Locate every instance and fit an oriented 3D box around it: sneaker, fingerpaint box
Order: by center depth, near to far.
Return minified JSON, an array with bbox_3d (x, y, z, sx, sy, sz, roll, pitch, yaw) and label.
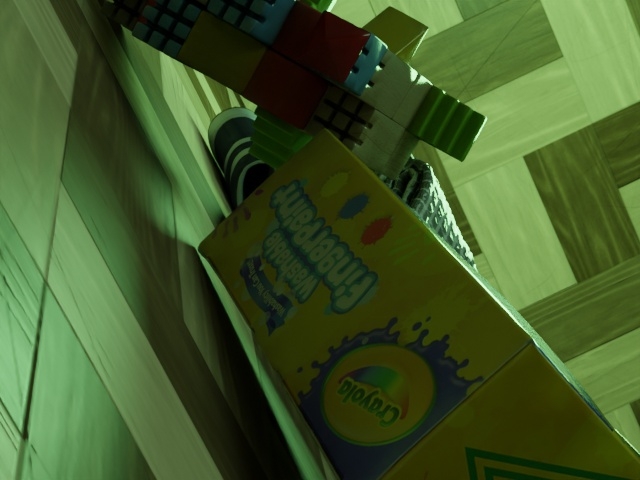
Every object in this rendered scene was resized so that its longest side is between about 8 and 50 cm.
[{"bbox_3d":[0.125,0.146,1.258,0.371,0.163,0.445,46,2,-26],"label":"fingerpaint box"},{"bbox_3d":[-0.039,-0.024,1.999,0.282,0.099,0.153,55,2,-31],"label":"sneaker"}]

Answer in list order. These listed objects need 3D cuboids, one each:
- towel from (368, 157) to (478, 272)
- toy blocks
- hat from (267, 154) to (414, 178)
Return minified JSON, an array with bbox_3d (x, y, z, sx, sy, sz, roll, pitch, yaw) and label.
[{"bbox_3d":[0.079,0.086,1.700,0.235,0.121,0.283,64,37,-32],"label":"towel"},{"bbox_3d":[-0.062,-0.182,1.456,0.381,0.190,0.261,31,4,20],"label":"toy blocks"},{"bbox_3d":[0.000,0.000,1.824,0.331,0.134,0.331,-3,94,-53],"label":"hat"}]
